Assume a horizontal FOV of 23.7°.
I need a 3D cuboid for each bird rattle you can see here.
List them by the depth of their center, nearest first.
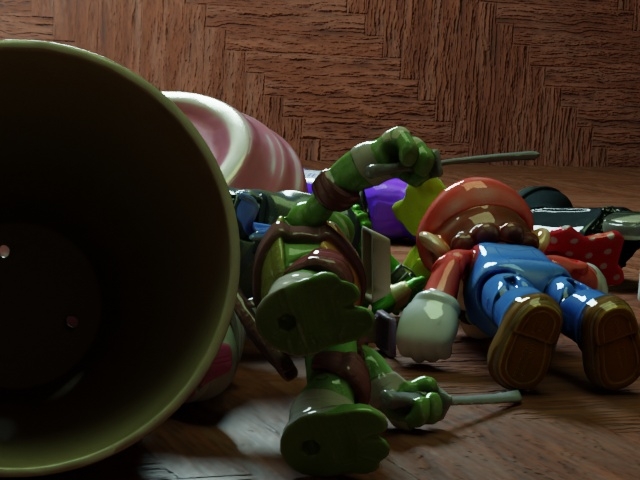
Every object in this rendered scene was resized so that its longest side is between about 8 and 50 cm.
[{"bbox_3d":[0.199,0.015,1.643,0.253,0.143,0.207,7,-9,9],"label":"bird rattle"}]

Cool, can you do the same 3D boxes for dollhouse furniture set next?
[{"bbox_3d":[0.015,0.043,1.363,0.081,0.114,0.091,-3,11,-15],"label":"dollhouse furniture set"}]

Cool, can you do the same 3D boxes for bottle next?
[{"bbox_3d":[0.074,-0.048,2.176,0.283,0.092,0.118,5,8,16],"label":"bottle"}]

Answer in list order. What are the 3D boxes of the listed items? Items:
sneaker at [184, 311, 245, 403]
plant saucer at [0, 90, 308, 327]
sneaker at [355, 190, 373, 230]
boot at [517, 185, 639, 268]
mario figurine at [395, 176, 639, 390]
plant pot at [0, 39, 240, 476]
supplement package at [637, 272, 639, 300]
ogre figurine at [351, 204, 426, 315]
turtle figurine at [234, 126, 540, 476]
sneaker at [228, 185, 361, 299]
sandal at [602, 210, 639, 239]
[{"bbox_3d":[-0.105,0.064,1.181,0.111,0.103,0.252,-2,9,-23],"label":"sneaker"},{"bbox_3d":[-0.181,-0.045,1.470,0.332,0.084,0.332,-8,36,6],"label":"plant saucer"},{"bbox_3d":[0.000,0.000,1.845,0.122,0.110,0.283,-14,3,6],"label":"sneaker"},{"bbox_3d":[0.322,-0.010,1.955,0.207,0.094,0.246,4,13,39],"label":"boot"},{"bbox_3d":[0.173,0.066,1.377,0.198,0.170,0.320,38,7,-20],"label":"mario figurine"},{"bbox_3d":[-0.201,0.027,1.011,0.256,0.256,0.274,1,-9,-12],"label":"plant pot"},{"bbox_3d":[0.477,-0.064,1.666,0.177,0.293,0.175,0,8,-29],"label":"supplement package"},{"bbox_3d":[0.023,0.025,1.500,0.197,0.097,0.118,-19,63,-43],"label":"ogre figurine"},{"bbox_3d":[0.055,0.036,1.046,0.275,0.198,0.266,25,24,-3],"label":"turtle figurine"},{"bbox_3d":[-0.115,-0.012,1.279,0.300,0.111,0.121,0,-27,-1],"label":"sneaker"},{"bbox_3d":[0.462,0.024,1.851,0.303,0.086,0.120,17,-6,-38],"label":"sandal"}]
